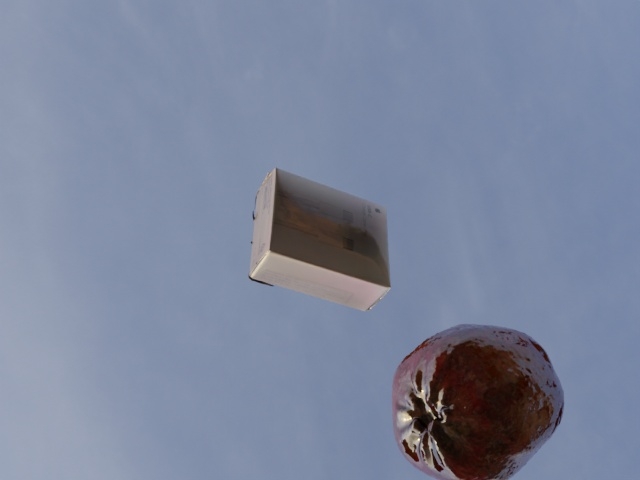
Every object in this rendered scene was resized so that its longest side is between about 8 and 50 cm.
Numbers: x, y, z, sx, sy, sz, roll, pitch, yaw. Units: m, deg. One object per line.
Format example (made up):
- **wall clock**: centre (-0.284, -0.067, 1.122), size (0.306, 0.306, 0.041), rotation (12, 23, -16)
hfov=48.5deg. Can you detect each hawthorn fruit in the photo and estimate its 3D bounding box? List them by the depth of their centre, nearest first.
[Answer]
- **hawthorn fruit**: centre (0.169, 0.157, 0.709), size (0.194, 0.157, 0.156), rotation (-8, -90, -33)

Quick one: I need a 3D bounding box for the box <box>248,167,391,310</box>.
- **box**: centre (0.000, 0.000, 1.340), size (0.252, 0.106, 0.203), rotation (19, -133, -20)
